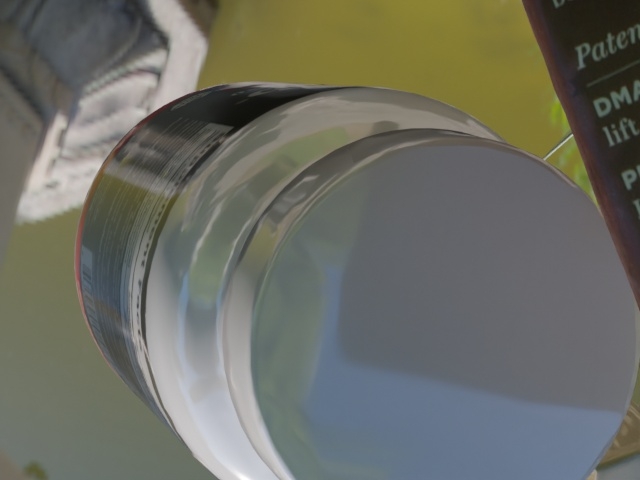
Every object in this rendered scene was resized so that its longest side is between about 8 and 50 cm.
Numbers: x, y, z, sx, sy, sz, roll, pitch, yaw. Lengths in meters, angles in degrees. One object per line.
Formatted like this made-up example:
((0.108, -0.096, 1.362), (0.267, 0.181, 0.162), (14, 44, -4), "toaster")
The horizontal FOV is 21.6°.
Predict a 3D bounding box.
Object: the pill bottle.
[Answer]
((0.003, 0.026, 0.846), (0.210, 0.210, 0.363), (24, 179, -18), "pill bottle")

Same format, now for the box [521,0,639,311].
((0.162, -0.083, 0.566), (0.143, 0.381, 0.191), (-24, 168, 29), "box")

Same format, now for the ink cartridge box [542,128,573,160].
((0.272, -0.135, 1.175), (0.056, 0.171, 0.235), (45, 137, 3), "ink cartridge box")

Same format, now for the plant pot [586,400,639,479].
((0.314, 0.245, 1.842), (0.096, 0.109, 0.109), (-17, 124, -25), "plant pot")
